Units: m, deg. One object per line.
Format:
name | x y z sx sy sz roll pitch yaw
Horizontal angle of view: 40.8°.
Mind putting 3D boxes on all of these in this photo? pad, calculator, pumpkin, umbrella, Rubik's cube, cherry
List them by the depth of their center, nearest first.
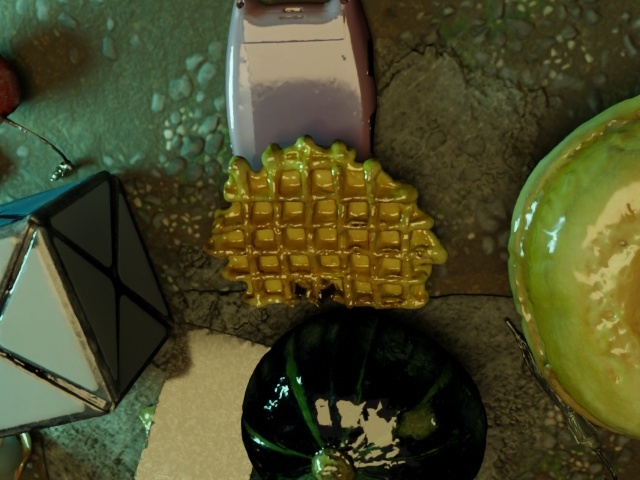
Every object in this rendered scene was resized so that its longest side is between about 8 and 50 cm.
calculator | -0.026 -0.162 1.076 0.194 0.043 0.294 0 109 8
pumpkin | 0.049 0.238 1.092 0.315 0.238 0.315 5 112 12
Rubik's cube | -0.370 0.079 1.103 0.260 0.259 0.255 -14 106 10
cherry | -0.421 -0.161 1.123 0.107 0.090 0.226 -29 110 5
umbrella | 0.323 0.213 1.150 0.044 0.044 0.269 -31 92 43
pad | -0.155 0.246 1.205 0.158 0.003 0.235 16 88 4

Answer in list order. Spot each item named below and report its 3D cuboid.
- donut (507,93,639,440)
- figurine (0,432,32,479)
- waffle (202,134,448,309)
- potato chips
donut | 0.432 0.036 0.982 0.448 0.198 0.449 3 109 9
figurine | -0.514 0.351 1.278 0.143 0.143 0.271 19 108 3
waffle | 0.001 -0.001 1.096 0.309 0.065 0.283 40 118 -11
potato chips | -0.104 0.384 1.249 0.407 0.080 0.057 45 91 -7
